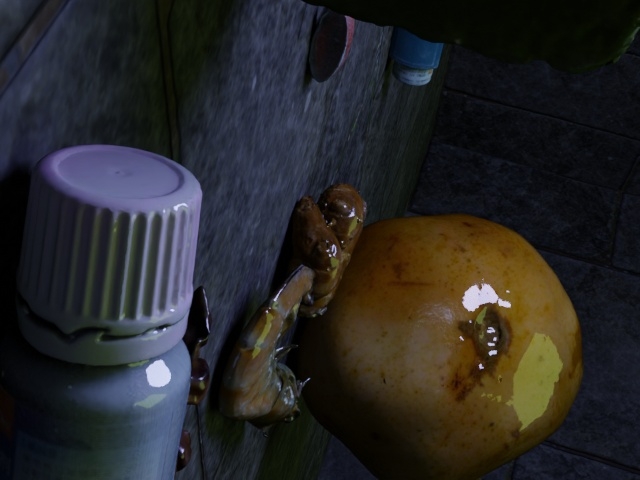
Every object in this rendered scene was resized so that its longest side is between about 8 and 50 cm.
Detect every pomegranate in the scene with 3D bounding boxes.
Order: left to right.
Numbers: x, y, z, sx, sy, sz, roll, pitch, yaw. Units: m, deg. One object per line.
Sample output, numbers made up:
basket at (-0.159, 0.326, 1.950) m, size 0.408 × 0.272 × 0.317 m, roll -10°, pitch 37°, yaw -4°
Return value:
pomegranate at (0.166, 0.162, 1.438) m, size 0.416 × 0.417 × 0.416 m, roll 16°, pitch 90°, yaw -83°

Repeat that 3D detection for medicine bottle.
medicine bottle at (-0.096, 0.063, 0.425) m, size 0.083 × 0.084 × 0.203 m, roll -58°, pitch 164°, yaw -65°
medicine bottle at (0.153, -0.340, 1.451) m, size 0.124 × 0.079 × 0.258 m, roll -71°, pitch 174°, yaw -46°

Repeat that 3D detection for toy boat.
toy boat at (0.022, -0.207, 0.935) m, size 0.122 × 0.034 × 0.096 m, roll -68°, pitch 176°, yaw -49°

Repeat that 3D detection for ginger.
ginger at (0.000, 0.000, 1.080) m, size 0.103 × 0.073 × 0.162 m, roll 95°, pitch 18°, yaw -71°

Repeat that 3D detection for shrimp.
shrimp at (-0.038, 0.116, 1.022) m, size 0.169 × 0.058 × 0.296 m, roll -59°, pitch 165°, yaw -11°

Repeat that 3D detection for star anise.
star anise at (-0.103, 0.104, 0.596) m, size 0.168 × 0.057 × 0.167 m, roll 9°, pitch 90°, yaw -90°

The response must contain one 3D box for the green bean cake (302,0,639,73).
green bean cake at (0.088, -0.237, 0.518) m, size 0.249 × 0.247 × 0.156 m, roll 98°, pitch 11°, yaw -51°
